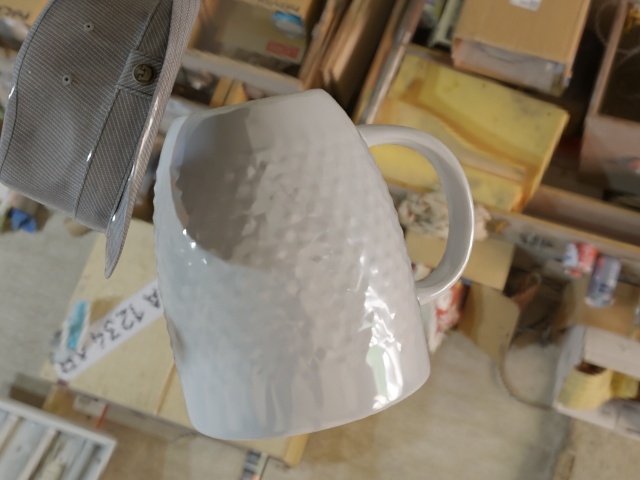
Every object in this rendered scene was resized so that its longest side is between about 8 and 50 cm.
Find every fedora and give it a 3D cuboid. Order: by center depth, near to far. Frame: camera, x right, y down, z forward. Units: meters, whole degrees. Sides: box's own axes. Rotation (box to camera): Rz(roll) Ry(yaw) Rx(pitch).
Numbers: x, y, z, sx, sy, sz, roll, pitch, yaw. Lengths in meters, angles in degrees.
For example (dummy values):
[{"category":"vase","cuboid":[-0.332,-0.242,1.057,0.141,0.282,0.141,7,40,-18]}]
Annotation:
[{"category":"fedora","cuboid":[-0.198,-0.116,0.787,0.124,0.275,0.244,19,178,-14]}]

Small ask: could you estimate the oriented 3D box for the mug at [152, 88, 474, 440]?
[{"category":"mug","cuboid":[0.000,0.000,1.017,0.374,0.328,0.276,-14,-172,-16]}]
